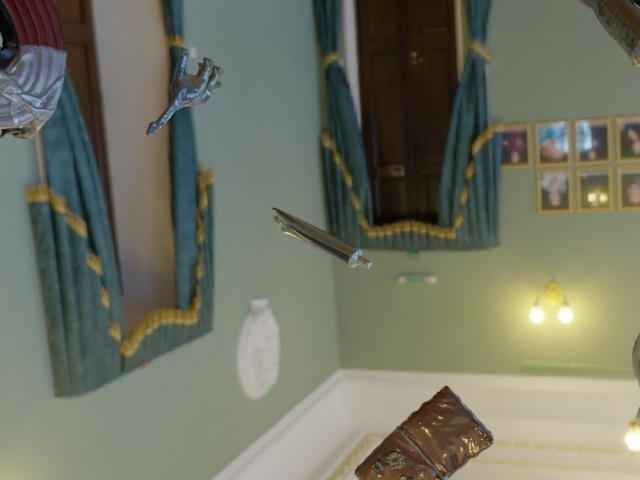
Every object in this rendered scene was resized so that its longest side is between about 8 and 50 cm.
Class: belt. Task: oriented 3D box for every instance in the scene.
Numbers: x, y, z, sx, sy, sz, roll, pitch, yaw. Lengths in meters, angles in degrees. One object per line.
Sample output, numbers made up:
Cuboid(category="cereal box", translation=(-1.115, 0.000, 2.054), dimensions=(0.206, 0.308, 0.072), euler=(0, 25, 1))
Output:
Cuboid(category="belt", translation=(-0.451, -0.273, 1.072), dimensions=(0.227, 0.323, 0.115), euler=(-46, -157, -17))

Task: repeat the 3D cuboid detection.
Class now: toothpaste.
Cuboid(category="toothpaste", translation=(0.000, 0.000, 1.403), dimensions=(0.197, 0.057, 0.035), euler=(27, -119, 27))

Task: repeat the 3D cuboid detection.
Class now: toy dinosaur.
Cuboid(category="toy dinosaur", translation=(-0.264, -0.273, 1.704), dimensions=(0.075, 0.188, 0.248), euler=(25, -179, 7))

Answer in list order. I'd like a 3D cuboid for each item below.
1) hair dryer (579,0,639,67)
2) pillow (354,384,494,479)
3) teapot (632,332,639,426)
Cuboid(category="hair dryer", translation=(0.279, -0.259, 0.718), dimensions=(0.301, 0.121, 0.361), euler=(14, -127, 4))
Cuboid(category="pillow", translation=(0.171, 0.355, 1.431), dimensions=(0.232, 0.126, 0.043), euler=(-47, 179, 17))
Cuboid(category="teapot", translation=(0.560, 0.201, 1.358), dimensions=(0.092, 0.226, 0.145), euler=(4, -161, -25))
